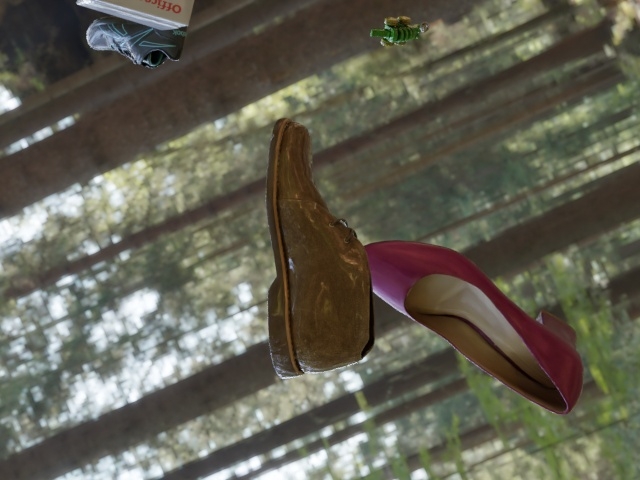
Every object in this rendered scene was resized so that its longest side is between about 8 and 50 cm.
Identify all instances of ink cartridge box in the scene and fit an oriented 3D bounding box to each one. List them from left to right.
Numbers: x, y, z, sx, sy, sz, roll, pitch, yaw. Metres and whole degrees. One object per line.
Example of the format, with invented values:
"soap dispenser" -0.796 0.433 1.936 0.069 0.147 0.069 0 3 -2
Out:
"ink cartridge box" -0.302 -0.497 1.869 0.168 0.171 0.233 20 96 67

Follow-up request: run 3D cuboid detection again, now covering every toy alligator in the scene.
"toy alligator" 0.183 -0.437 2.283 0.051 0.189 0.056 32 122 36

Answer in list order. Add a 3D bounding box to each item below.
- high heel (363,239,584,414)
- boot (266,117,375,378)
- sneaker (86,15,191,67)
"high heel" 0.214 0.121 1.594 0.181 0.377 0.127 -68 -2 -60
"boot" 0.000 0.000 1.228 0.112 0.115 0.306 51 -148 -67
"sneaker" -0.378 -0.404 2.208 0.101 0.267 0.106 0 -91 -52
